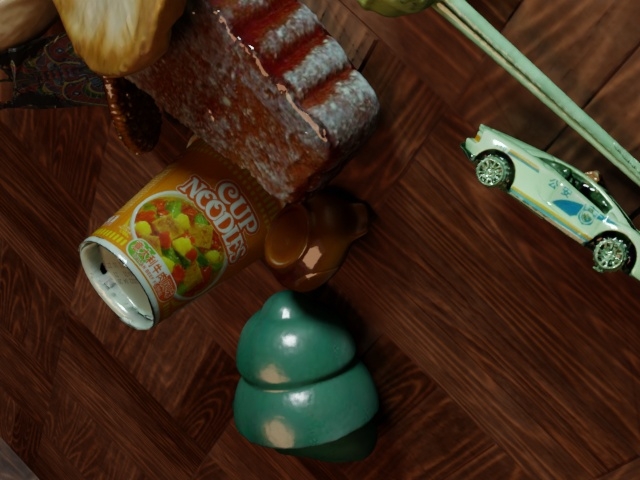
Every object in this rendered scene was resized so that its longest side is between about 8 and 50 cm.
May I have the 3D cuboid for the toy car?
[{"bbox_3d":[0.190,-0.029,0.792,0.186,0.058,0.093,38,-169,17],"label":"toy car"}]

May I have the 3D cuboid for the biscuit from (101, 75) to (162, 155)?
[{"bbox_3d":[-0.194,-0.169,1.075,0.025,0.126,0.206,-2,130,6],"label":"biscuit"}]

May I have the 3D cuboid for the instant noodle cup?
[{"bbox_3d":[-0.152,-0.004,1.124,0.168,0.185,0.168,32,144,27],"label":"instant noodle cup"}]

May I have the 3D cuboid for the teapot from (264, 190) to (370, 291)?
[{"bbox_3d":[0.000,0.000,1.055,0.129,0.078,0.098,-36,54,45],"label":"teapot"}]

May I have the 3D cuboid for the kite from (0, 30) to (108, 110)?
[{"bbox_3d":[-0.342,-0.171,1.137,0.152,0.285,0.015,88,174,-63],"label":"kite"}]

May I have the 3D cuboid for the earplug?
[{"bbox_3d":[-0.024,0.169,1.220,0.257,0.163,0.280,-113,14,-63],"label":"earplug"}]

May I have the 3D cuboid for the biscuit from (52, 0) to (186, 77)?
[{"bbox_3d":[-0.194,-0.261,0.931,0.309,0.040,0.204,59,142,30],"label":"biscuit"}]

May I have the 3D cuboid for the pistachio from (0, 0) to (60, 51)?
[{"bbox_3d":[-0.333,-0.270,1.109,0.215,0.144,0.144,-19,110,37],"label":"pistachio"}]

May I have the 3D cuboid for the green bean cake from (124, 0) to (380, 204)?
[{"bbox_3d":[-0.063,-0.142,0.953,0.233,0.097,0.198,46,147,5],"label":"green bean cake"}]

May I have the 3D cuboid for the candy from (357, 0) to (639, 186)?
[{"bbox_3d":[0.141,-0.126,0.756,0.335,0.092,0.093,43,112,-3],"label":"candy"}]
